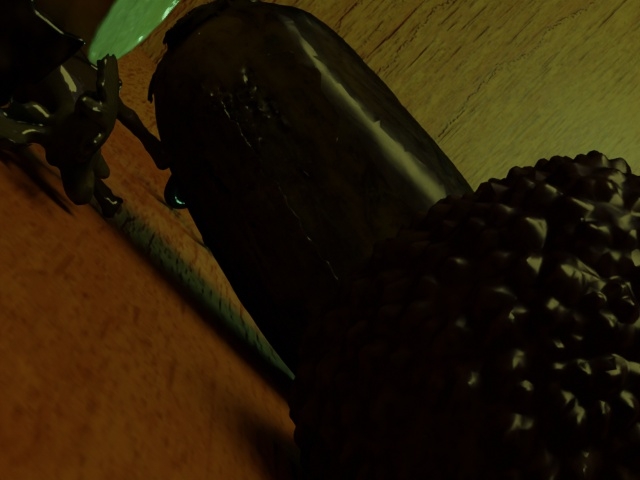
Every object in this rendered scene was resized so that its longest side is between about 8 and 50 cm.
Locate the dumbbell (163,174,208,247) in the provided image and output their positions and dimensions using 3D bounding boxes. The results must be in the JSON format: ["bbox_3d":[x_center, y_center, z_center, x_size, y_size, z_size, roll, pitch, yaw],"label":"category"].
[{"bbox_3d":[-0.093,-0.037,1.434,0.147,0.069,0.069,45,3,23],"label":"dumbbell"}]

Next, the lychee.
[{"bbox_3d":[0.112,0.074,0.905,0.271,0.271,0.271,45,3,-3],"label":"lychee"}]

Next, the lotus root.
[{"bbox_3d":[0.023,0.001,1.165,0.397,0.179,0.196,56,-7,-1],"label":"lotus root"}]

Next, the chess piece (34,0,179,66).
[{"bbox_3d":[-0.352,-0.417,1.884,0.442,0.234,0.234,40,3,6],"label":"chess piece"}]

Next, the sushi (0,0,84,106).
[{"bbox_3d":[-0.209,-0.244,0.779,0.294,0.281,0.299,43,18,-24],"label":"sushi"}]

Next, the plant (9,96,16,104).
[{"bbox_3d":[-0.217,-0.124,1.188,0.051,0.051,0.102,44,16,-18],"label":"plant"}]

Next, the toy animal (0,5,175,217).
[{"bbox_3d":[-0.170,-0.088,1.045,0.214,0.094,0.186,48,-5,39],"label":"toy animal"}]
